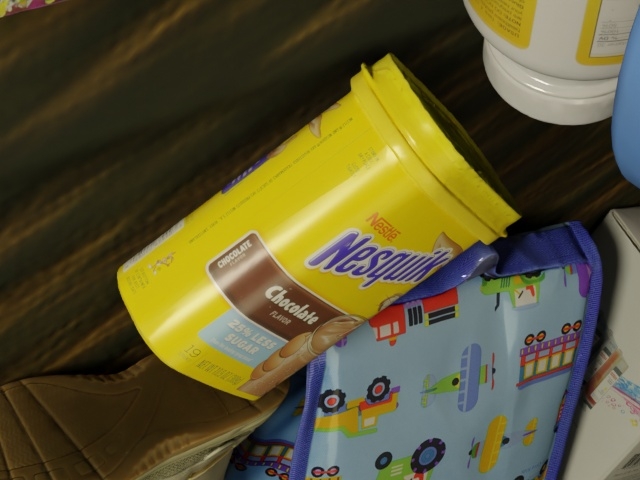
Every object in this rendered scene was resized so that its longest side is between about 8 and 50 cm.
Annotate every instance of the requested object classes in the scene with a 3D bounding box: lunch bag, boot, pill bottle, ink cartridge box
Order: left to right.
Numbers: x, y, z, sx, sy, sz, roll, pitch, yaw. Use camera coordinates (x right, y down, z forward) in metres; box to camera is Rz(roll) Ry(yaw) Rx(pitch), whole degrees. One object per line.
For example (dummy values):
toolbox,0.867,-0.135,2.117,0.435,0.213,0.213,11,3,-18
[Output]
boot,-0.130,0.137,0.782,0.213,0.077,0.165,-17,151,-32
lunch bag,0.056,0.111,0.894,0.221,0.138,0.293,-11,136,-30
pill bottle,0.108,-0.129,0.560,0.103,0.103,0.184,-25,152,-14
ink cartridge box,0.229,0.075,0.986,0.128,0.127,0.176,-6,143,-39

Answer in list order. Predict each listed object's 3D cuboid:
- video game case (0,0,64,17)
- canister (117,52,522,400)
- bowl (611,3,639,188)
video game case,-0.074,-0.154,0.399,0.232,0.042,0.210,-20,149,-22
canister,0.000,0.000,0.694,0.170,0.073,0.126,-36,152,12
bowl,0.247,-0.160,0.553,0.391,0.077,0.391,-45,158,-24
